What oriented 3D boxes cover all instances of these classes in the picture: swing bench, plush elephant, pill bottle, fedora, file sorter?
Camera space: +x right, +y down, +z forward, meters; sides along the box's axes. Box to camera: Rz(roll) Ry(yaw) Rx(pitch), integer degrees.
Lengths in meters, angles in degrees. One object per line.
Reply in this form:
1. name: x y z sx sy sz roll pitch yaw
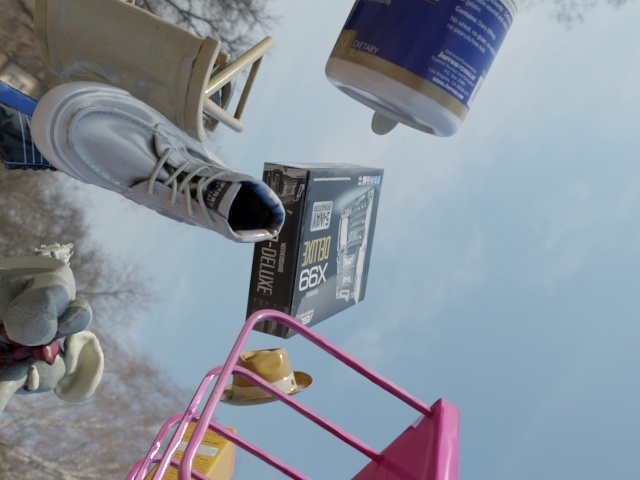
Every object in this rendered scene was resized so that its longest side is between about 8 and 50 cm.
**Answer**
1. swing bench: -0.240 -0.266 0.964 0.165 0.253 0.255 -66 173 21
2. plush elephant: -0.497 0.163 1.076 0.330 0.272 0.255 -71 167 -75
3. pill bottle: 0.124 -0.251 0.657 0.265 0.153 0.153 -64 -153 6
4. fedora: -0.107 0.240 1.199 0.194 0.194 0.079 -6 -87 55
5. file sorter: -0.062 0.225 0.481 0.291 0.182 0.202 -52 -173 29

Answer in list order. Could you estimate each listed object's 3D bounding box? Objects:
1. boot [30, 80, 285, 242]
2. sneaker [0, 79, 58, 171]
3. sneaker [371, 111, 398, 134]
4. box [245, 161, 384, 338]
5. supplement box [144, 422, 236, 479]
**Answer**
1. boot: -0.129 -0.065 0.616 0.123 0.258 0.095 23 -89 29
2. sneaker: -0.348 -0.119 0.816 0.090 0.232 0.081 -59 -147 0
3. sneaker: 0.138 -0.265 1.251 0.070 0.051 0.134 -88 -156 -73
4. box: 0.000 0.000 1.040 0.076 0.307 0.242 12 -80 23
5. supplement box: -0.178 0.320 0.829 0.233 0.080 0.078 -53 150 -73
